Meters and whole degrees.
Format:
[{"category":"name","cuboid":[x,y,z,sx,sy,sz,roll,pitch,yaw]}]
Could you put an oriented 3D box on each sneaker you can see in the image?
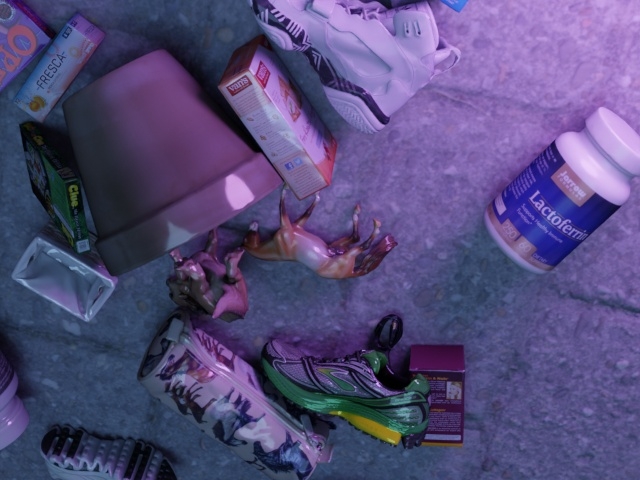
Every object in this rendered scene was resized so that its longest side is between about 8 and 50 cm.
[{"category":"sneaker","cuboid":[0.047,-0.346,1.598,0.210,0.137,0.366,-32,118,22]},{"category":"sneaker","cuboid":[-0.435,0.474,2.161,0.292,0.110,0.118,16,129,6]},{"category":"sneaker","cuboid":[0.050,0.251,1.938,0.343,0.134,0.146,19,106,16]}]

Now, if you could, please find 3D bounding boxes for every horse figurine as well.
[{"category":"horse figurine","cuboid":[0.000,0.000,1.847,0.263,0.066,0.174,22,115,-5]}]

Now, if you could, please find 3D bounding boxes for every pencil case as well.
[{"category":"pencil case","cuboid":[-0.162,0.303,1.986,0.410,0.160,0.183,40,134,-17]}]

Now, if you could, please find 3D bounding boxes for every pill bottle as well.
[{"category":"pill bottle","cuboid":[0.404,-0.081,1.704,0.153,0.153,0.265,35,118,-14]},{"category":"pill bottle","cuboid":[-0.693,0.252,2.005,0.176,0.176,0.318,-17,117,16]}]

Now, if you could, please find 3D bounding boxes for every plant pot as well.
[{"category":"plant pot","cuboid":[-0.264,-0.139,1.679,0.323,0.323,0.280,-27,98,20]}]

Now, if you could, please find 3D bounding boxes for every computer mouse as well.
[{"category":"computer mouse","cuboid":[0.130,0.246,1.987,0.071,0.041,0.242,8,122,18]}]

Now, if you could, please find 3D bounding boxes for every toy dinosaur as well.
[{"category":"toy dinosaur","cuboid":[-0.182,0.088,1.832,0.127,0.295,0.200,-23,122,-15]}]

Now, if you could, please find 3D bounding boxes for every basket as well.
[{"category":"basket","cuboid":[-0.453,0.047,1.900,0.167,0.103,0.113,33,119,-13]}]

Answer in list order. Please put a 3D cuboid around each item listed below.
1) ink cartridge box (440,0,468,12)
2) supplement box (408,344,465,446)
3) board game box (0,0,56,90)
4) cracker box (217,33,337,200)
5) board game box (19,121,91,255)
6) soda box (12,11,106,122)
[{"category":"ink cartridge box","cuboid":[0.202,-0.465,1.534,0.148,0.086,0.203,31,118,-13]},{"category":"supplement box","cuboid":[0.222,0.296,1.989,0.104,0.081,0.188,1,121,7]},{"category":"board game box","cuboid":[-0.630,-0.294,1.719,0.347,0.056,0.208,-40,114,15]},{"category":"cracker box","cuboid":[-0.063,-0.199,1.680,0.067,0.156,0.232,-28,115,20]},{"category":"board game box","cuboid":[-0.445,-0.091,1.745,0.030,0.259,0.136,-15,124,-25]},{"category":"soda box","cuboid":[-0.432,-0.284,1.726,0.063,0.058,0.183,37,117,-15]}]
